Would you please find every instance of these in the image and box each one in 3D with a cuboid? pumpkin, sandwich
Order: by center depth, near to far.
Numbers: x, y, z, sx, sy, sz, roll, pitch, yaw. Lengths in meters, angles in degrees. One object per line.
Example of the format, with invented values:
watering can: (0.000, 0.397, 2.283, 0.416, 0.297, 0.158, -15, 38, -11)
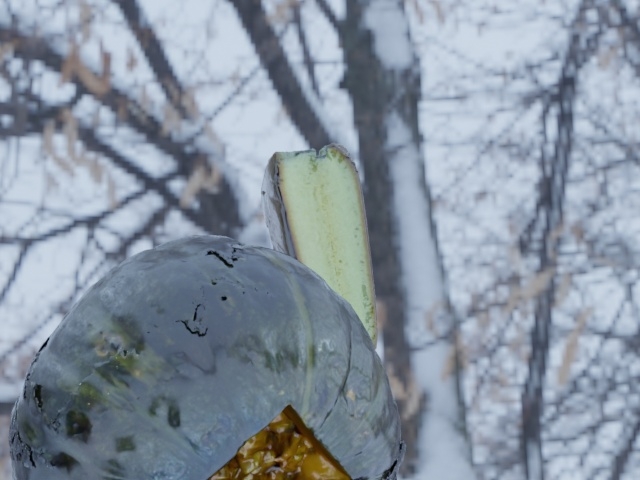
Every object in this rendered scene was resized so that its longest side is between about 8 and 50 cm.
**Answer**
pumpkin: (-0.086, 0.156, 1.243, 0.320, 0.192, 0.320, -14, -58, -24)
sandwich: (0.000, 0.000, 1.602, 0.090, 0.088, 0.244, -17, -60, -12)
